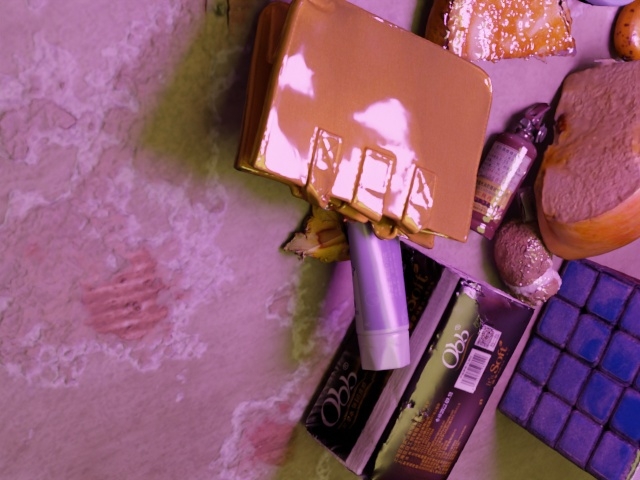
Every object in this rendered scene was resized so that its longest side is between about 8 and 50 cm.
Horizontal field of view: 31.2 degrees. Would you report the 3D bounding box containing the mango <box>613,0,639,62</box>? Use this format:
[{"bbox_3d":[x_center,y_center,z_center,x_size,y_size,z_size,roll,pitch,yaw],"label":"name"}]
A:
[{"bbox_3d":[0.542,-0.361,1.961,0.079,0.057,0.114,5,104,-27],"label":"mango"}]

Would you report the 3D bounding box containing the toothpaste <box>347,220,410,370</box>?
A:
[{"bbox_3d":[0.085,0.007,1.735,0.125,0.080,0.371,-8,94,-50],"label":"toothpaste"}]

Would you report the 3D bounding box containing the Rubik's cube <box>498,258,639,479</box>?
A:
[{"bbox_3d":[0.596,0.262,2.083,0.343,0.344,0.337,19,99,-36],"label":"Rubik's cube"}]

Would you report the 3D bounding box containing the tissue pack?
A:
[{"bbox_3d":[0.165,0.209,1.861,0.210,0.198,0.370,26,94,-36],"label":"tissue pack"}]

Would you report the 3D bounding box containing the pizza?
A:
[{"bbox_3d":[0.292,-0.394,1.770,0.287,0.074,0.251,-5,112,-33],"label":"pizza"}]

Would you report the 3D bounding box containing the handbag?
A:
[{"bbox_3d":[0.063,-0.160,1.631,0.401,0.133,0.283,20,73,-37],"label":"handbag"}]

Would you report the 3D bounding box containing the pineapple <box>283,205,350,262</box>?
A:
[{"bbox_3d":[0.000,0.000,1.747,0.114,0.077,0.114,-26,118,-7],"label":"pineapple"}]

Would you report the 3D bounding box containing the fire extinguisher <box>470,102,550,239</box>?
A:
[{"bbox_3d":[0.309,-0.128,1.910,0.075,0.106,0.252,27,92,0],"label":"fire extinguisher"}]

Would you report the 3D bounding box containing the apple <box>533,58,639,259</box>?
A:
[{"bbox_3d":[0.488,-0.125,1.898,0.252,0.314,0.309,12,71,2],"label":"apple"}]

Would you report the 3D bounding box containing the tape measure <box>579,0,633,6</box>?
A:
[{"bbox_3d":[0.466,-0.467,1.837,0.182,0.107,0.181,-12,109,-32],"label":"tape measure"}]

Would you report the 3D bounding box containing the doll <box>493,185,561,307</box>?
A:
[{"bbox_3d":[0.354,0.018,1.962,0.114,0.105,0.221,-10,125,-2],"label":"doll"}]
